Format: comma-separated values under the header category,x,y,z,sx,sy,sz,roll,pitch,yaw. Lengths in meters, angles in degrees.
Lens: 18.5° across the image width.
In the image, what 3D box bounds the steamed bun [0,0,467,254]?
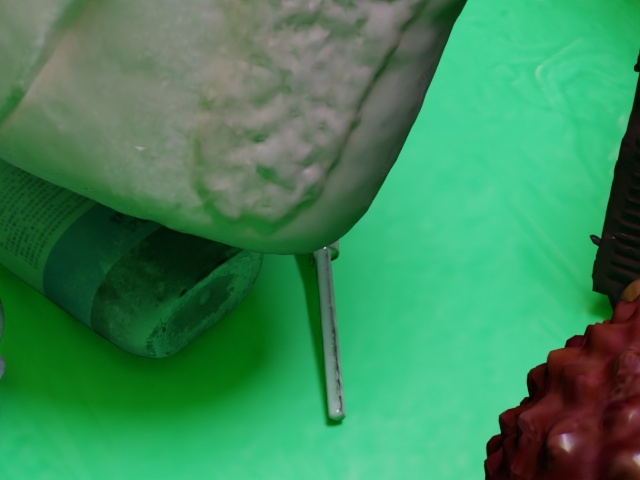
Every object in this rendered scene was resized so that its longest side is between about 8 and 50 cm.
category,x,y,z,sx,sy,sz,roll,pitch,yaw
steamed bun,-0.096,-0.168,0.868,0.236,0.247,0.383,14,23,-27

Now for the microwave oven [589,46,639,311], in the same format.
category,x,y,z,sx,sy,sz,roll,pitch,yaw
microwave oven,0.252,-0.076,0.918,0.188,0.178,0.247,19,48,11

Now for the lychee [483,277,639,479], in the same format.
category,x,y,z,sx,sy,sz,roll,pitch,yaw
lychee,0.173,0.134,0.647,0.275,0.276,0.304,-12,55,-14

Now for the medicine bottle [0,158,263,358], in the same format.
category,x,y,z,sx,sy,sz,roll,pitch,yaw
medicine bottle,-0.128,-0.023,0.929,0.208,0.054,0.090,32,51,26

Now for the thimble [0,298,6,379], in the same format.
category,x,y,z,sx,sy,sz,roll,pitch,yaw
thimble,-0.198,0.064,0.792,0.117,0.127,0.151,5,46,3

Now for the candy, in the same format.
category,x,y,z,sx,sy,sz,roll,pitch,yaw
candy,0.000,0.000,0.927,0.058,0.062,0.194,30,43,-39
